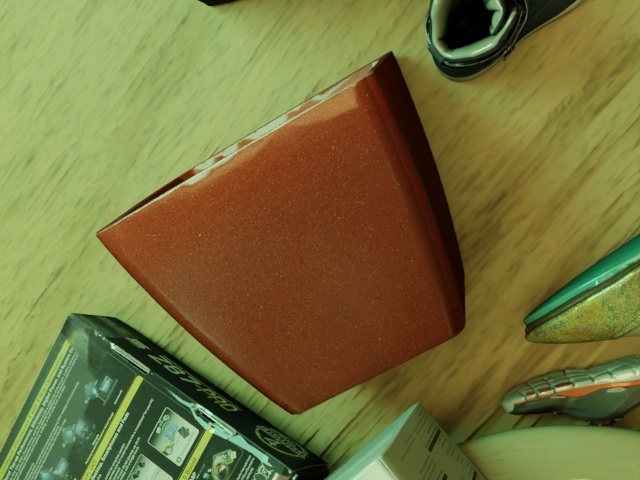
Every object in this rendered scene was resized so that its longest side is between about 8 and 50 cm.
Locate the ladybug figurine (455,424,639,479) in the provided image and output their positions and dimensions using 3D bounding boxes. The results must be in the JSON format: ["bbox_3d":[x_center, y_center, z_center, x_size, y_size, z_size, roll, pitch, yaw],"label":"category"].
[{"bbox_3d":[0.222,0.315,0.879,0.450,0.162,0.304,-6,92,15],"label":"ladybug figurine"}]

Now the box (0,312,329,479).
[{"bbox_3d":[-0.217,0.321,0.970,0.318,0.097,0.394,28,94,25],"label":"box"}]

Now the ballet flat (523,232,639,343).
[{"bbox_3d":[0.347,0.010,0.850,0.348,0.123,0.123,-42,83,11],"label":"ballet flat"}]

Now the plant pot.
[{"bbox_3d":[0.000,0.000,0.877,0.267,0.267,0.235,-28,99,14],"label":"plant pot"}]

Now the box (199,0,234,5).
[{"bbox_3d":[-0.012,-0.350,0.816,0.344,0.312,0.178,-8,92,15],"label":"box"}]

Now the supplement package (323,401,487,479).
[{"bbox_3d":[0.077,0.304,0.729,0.199,0.198,0.262,-43,82,12],"label":"supplement package"}]

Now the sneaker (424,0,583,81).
[{"bbox_3d":[0.187,-0.239,0.851,0.226,0.163,0.086,-45,81,12],"label":"sneaker"}]

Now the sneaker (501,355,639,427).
[{"bbox_3d":[0.258,0.160,0.914,0.158,0.061,0.064,-14,97,16],"label":"sneaker"}]
